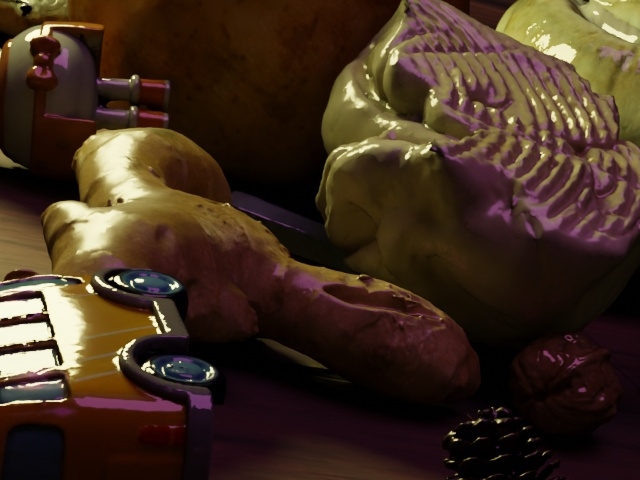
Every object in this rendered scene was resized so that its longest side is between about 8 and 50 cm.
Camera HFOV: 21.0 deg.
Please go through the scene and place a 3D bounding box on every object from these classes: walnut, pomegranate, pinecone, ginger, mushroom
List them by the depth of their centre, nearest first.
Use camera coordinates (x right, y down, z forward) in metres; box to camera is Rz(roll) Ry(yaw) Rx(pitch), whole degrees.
[{"bbox_3d":[0.111,0.144,1.059,0.077,0.083,0.077,-18,-7,-2],"label":"pinecone"},{"bbox_3d":[-0.105,0.004,1.213,0.348,0.122,0.363,12,26,-51],"label":"ginger"},{"bbox_3d":[0.180,0.105,1.265,0.079,0.082,0.096,55,28,17],"label":"walnut"},{"bbox_3d":[-0.054,-0.227,1.642,0.410,0.410,0.410,17,16,-5],"label":"pomegranate"},{"bbox_3d":[0.373,-0.190,2.106,0.352,0.260,0.352,21,12,-5],"label":"mushroom"}]

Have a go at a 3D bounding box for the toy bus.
[{"bbox_3d":[-0.131,0.093,0.888,0.136,0.126,0.209,4,20,-16],"label":"toy bus"}]

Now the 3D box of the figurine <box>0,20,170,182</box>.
[{"bbox_3d":[-0.259,-0.123,1.439,0.271,0.143,0.143,13,17,-23],"label":"figurine"}]

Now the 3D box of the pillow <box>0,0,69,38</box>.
[{"bbox_3d":[-0.343,-0.295,1.922,0.310,0.119,0.312,22,16,24],"label":"pillow"}]

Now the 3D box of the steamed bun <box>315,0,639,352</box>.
[{"bbox_3d":[0.123,-0.033,1.392,0.275,0.206,0.320,15,39,-14],"label":"steamed bun"}]

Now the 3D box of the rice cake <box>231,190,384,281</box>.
[{"bbox_3d":[0.000,0.000,1.485,0.180,0.030,0.042,20,30,4],"label":"rice cake"}]
